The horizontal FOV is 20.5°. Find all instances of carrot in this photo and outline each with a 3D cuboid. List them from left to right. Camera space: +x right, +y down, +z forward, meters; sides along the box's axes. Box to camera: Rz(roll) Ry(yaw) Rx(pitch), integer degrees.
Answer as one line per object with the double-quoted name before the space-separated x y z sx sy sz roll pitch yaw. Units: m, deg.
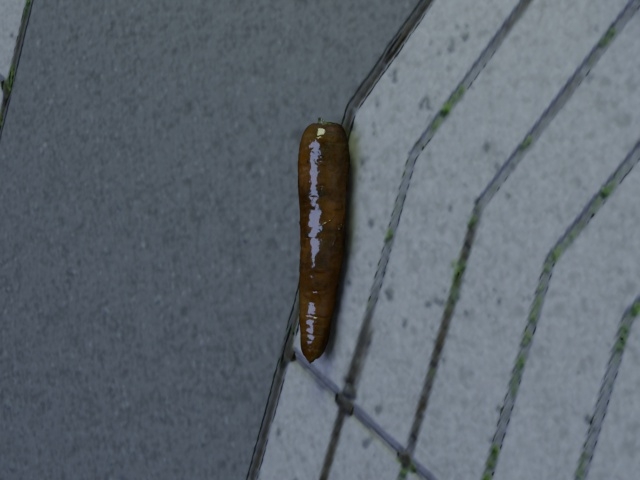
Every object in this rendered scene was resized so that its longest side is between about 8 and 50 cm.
"carrot" 0.001 0.000 1.181 0.035 0.035 0.165 1 89 45
